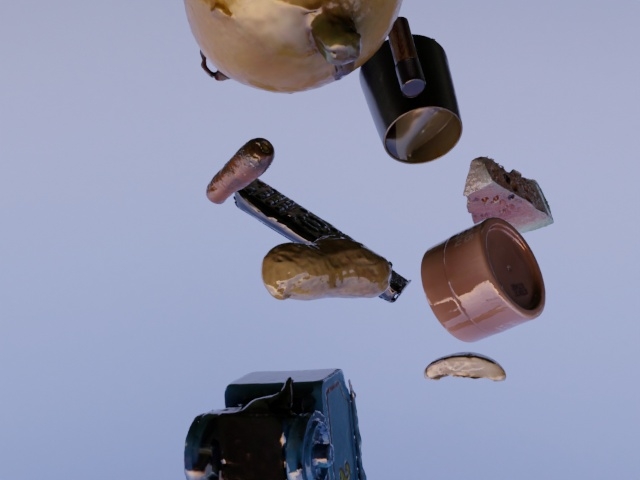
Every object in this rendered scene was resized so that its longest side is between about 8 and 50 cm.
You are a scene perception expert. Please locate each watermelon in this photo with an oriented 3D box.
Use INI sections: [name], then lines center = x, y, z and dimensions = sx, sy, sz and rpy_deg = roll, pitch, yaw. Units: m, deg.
[watermelon]
center = 0.366, -0.091, 1.622
dimensions = 0.154, 0.241, 0.094
rpy_deg = -25, -125, 23

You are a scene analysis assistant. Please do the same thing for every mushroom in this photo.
[mushroom]
center = 0.370, 0.324, 2.021
dimensions = 0.210, 0.072, 0.094
rpy_deg = 2, 180, 2

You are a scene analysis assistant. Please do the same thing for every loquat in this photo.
[loquat]
center = -0.031, -0.348, 1.078
dimensions = 0.329, 0.328, 0.359
rpy_deg = -11, -132, -16

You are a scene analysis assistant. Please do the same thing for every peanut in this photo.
[peanut]
center = 0.007, 0.043, 1.080
dimensions = 0.214, 0.099, 0.099
rpy_deg = -6, -154, -37

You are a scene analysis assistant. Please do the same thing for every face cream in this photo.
[face cream]
center = 0.223, 0.054, 1.069
dimensions = 0.104, 0.149, 0.149
rpy_deg = -30, -170, 37

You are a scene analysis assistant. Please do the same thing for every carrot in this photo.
[carrot]
center = -0.140, -0.116, 1.336
dimensions = 0.060, 0.060, 0.186
rpy_deg = -35, 180, -45

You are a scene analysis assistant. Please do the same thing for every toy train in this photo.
[toy train]
center = -0.046, 0.318, 1.026
dimensions = 0.188, 0.300, 0.265
rpy_deg = -5, -179, 19

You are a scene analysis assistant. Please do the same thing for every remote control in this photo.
[remote control]
center = 0.000, 0.000, 1.602
dimensions = 0.399, 0.062, 0.144
rpy_deg = 33, -161, 9

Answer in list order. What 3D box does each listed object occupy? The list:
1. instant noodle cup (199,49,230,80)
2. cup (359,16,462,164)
[instant noodle cup]
center = -0.130, -0.462, 1.537
dimensions = 0.258, 0.181, 0.302
rpy_deg = 36, -96, 11
[cup]
center = 0.141, -0.260, 1.367
dimensions = 0.166, 0.239, 0.177
rpy_deg = -29, -131, 26
